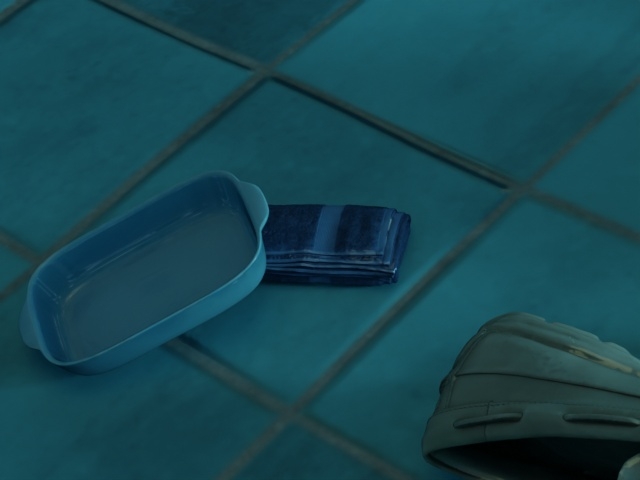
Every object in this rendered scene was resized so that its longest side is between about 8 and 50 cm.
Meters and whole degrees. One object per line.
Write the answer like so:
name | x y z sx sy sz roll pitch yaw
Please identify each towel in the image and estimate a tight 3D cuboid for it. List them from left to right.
towel | 0.000 0.000 1.248 0.119 0.029 0.067 1 45 15

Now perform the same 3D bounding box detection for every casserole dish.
casserole dish | -0.113 0.026 1.220 0.188 0.037 0.114 -29 44 4

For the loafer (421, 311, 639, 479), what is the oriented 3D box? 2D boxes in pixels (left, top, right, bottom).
loafer | 0.205 0.134 1.015 0.319 0.112 0.111 14 54 36
